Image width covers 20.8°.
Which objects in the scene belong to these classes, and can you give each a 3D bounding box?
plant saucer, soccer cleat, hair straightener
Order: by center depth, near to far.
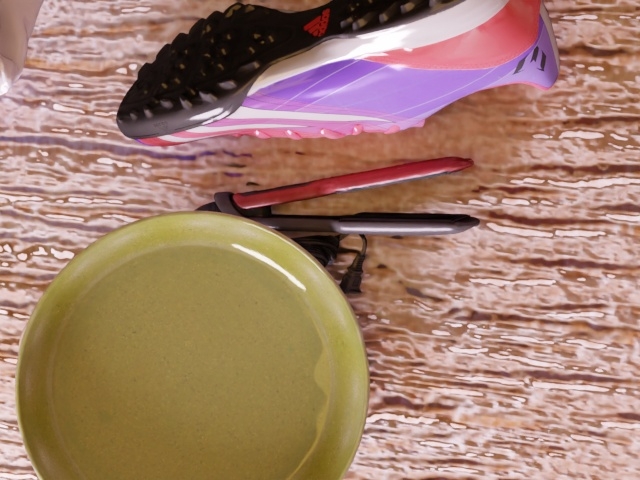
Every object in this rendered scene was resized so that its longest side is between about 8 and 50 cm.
[{"bbox_3d":[0.005,-0.107,1.170,0.318,0.108,0.116,-17,130,29],"label":"soccer cleat"},{"bbox_3d":[-0.088,0.100,1.197,0.241,0.037,0.241,0,91,-7],"label":"plant saucer"},{"bbox_3d":[0.000,0.000,1.208,0.230,0.047,0.089,-8,94,19],"label":"hair straightener"}]

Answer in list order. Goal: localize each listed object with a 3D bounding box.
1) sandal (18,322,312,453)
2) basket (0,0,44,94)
[{"bbox_3d":[-0.124,0.103,1.244,0.240,0.079,0.088,17,102,15],"label":"sandal"},{"bbox_3d":[-0.328,-0.301,1.078,0.266,0.328,0.331,-2,56,21],"label":"basket"}]
